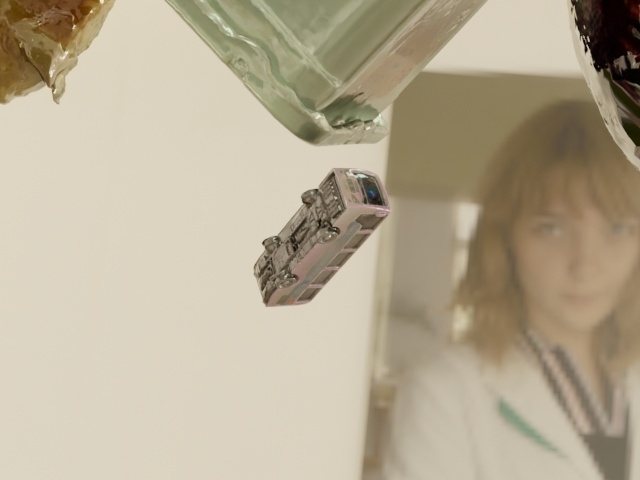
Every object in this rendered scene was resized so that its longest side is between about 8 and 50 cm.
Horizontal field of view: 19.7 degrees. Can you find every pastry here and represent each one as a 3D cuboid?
[{"bbox_3d":[-0.282,-0.234,1.515,0.257,0.236,0.121,41,-1,-28],"label":"pastry"}]

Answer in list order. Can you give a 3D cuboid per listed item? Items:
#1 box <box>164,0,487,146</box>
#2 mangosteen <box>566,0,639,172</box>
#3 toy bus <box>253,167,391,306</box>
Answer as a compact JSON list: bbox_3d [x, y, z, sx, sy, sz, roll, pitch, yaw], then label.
[{"bbox_3d":[0.023,-0.189,1.326,0.175,0.182,0.312,48,12,5],"label":"box"},{"bbox_3d":[0.319,-0.153,1.264,0.297,0.297,0.293,12,-11,-41],"label":"mangosteen"},{"bbox_3d":[0.000,0.000,1.241,0.052,0.037,0.130,1,-33,-33],"label":"toy bus"}]
